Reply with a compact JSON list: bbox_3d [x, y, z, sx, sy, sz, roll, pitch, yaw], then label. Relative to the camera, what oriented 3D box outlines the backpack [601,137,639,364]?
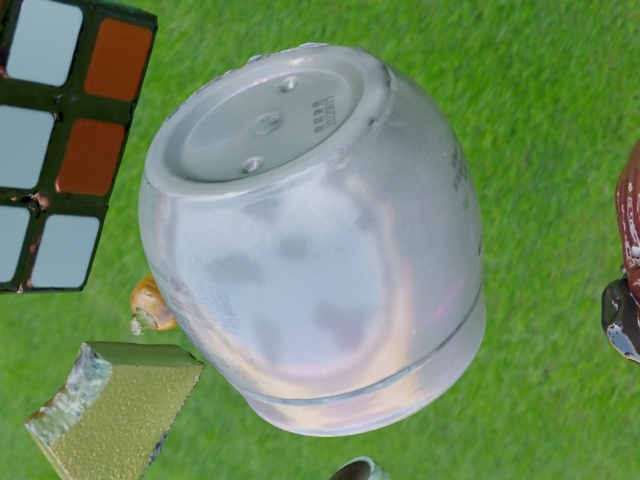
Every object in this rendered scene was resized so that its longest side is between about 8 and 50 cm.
[{"bbox_3d":[0.300,0.001,0.948,0.229,0.229,0.139,40,150,-7],"label":"backpack"}]

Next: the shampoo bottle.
[{"bbox_3d":[0.000,0.000,1.114,0.273,0.273,0.266,0,132,30],"label":"shampoo bottle"}]

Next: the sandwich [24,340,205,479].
[{"bbox_3d":[-0.267,0.228,1.561,0.063,0.212,0.245,34,102,30],"label":"sandwich"}]

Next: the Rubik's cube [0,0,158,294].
[{"bbox_3d":[-0.207,-0.068,0.684,0.161,0.162,0.163,23,100,32],"label":"Rubik's cube"}]

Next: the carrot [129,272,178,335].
[{"bbox_3d":[-0.103,0.020,1.406,0.061,0.257,0.061,34,143,30],"label":"carrot"}]

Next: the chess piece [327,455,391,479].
[{"bbox_3d":[0.064,0.222,0.957,0.149,0.059,0.059,46,135,-17],"label":"chess piece"}]
